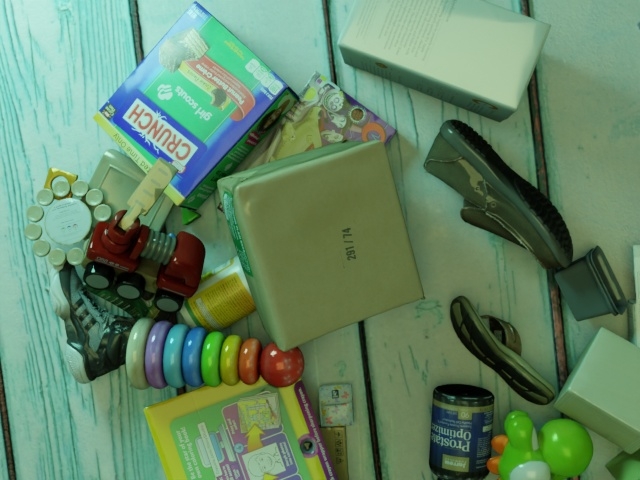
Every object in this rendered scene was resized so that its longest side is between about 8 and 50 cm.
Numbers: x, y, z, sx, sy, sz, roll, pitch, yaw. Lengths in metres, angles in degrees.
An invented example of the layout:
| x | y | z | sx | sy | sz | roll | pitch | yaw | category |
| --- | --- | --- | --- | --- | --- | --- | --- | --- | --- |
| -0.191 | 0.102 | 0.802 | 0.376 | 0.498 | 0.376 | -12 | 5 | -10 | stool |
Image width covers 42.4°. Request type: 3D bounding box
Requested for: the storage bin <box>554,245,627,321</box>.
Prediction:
| x | y | z | sx | sy | sz | roll | pitch | yaw | category |
| --- | --- | --- | --- | --- | --- | --- | --- | --- | --- |
| 0.530 | 0.090 | 1.627 | 0.091 | 0.098 | 0.135 | -25 | 91 | 34 | storage bin |

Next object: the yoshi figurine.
| x | y | z | sx | sy | sz | roll | pitch | yaw | category |
| --- | --- | --- | --- | --- | --- | --- | --- | --- | --- |
| 0.463 | 0.497 | 1.594 | 0.203 | 0.204 | 0.362 | -19 | 98 | -30 | yoshi figurine |

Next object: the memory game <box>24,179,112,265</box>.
| x | y | z | sx | sy | sz | roll | pitch | yaw | category |
| --- | --- | --- | --- | --- | --- | --- | --- | --- | --- |
| -0.515 | -0.036 | 1.686 | 0.186 | 0.012 | 0.186 | -1 | 80 | 4 | memory game |

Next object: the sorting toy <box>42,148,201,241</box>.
| x | y | z | sx | sy | sz | roll | pitch | yaw | category |
| --- | --- | --- | --- | --- | --- | --- | --- | --- | --- |
| -0.408 | -0.068 | 1.722 | 0.348 | 0.047 | 0.196 | 29 | 91 | 3 | sorting toy |

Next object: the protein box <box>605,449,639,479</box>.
| x | y | z | sx | sy | sz | roll | pitch | yaw | category |
| --- | --- | --- | --- | --- | --- | --- | --- | --- | --- |
| 0.685 | 0.447 | 1.568 | 0.200 | 0.201 | 0.136 | -42 | 88 | 6 | protein box |

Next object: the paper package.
| x | y | z | sx | sy | sz | roll | pitch | yaw | category |
| --- | --- | --- | --- | --- | --- | --- | --- | --- | --- |
| 0.000 | 0.000 | 1.553 | 0.310 | 0.168 | 0.324 | -20 | 104 | -17 | paper package |

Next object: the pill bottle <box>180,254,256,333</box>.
| x | y | z | sx | sy | sz | roll | pitch | yaw | category |
| --- | --- | --- | --- | --- | --- | --- | --- | --- | --- |
| -0.176 | 0.102 | 1.672 | 0.208 | 0.117 | 0.117 | -31 | 90 | 6 | pill bottle |

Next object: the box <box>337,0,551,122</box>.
| x | y | z | sx | sy | sz | roll | pitch | yaw | category |
| --- | --- | --- | --- | --- | --- | --- | --- | --- | --- |
| 0.226 | -0.369 | 1.561 | 0.345 | 0.215 | 0.168 | 22 | 94 | 3 | box |

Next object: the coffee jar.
| x | y | z | sx | sy | sz | roll | pitch | yaw | category |
| --- | --- | --- | --- | --- | --- | --- | --- | --- | --- |
| -0.380 | 0.103 | 1.675 | 0.184 | 0.096 | 0.079 | 39 | 141 | -22 | coffee jar |

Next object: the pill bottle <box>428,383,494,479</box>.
| x | y | z | sx | sy | sz | roll | pitch | yaw | category |
| --- | --- | --- | --- | --- | --- | --- | --- | --- | --- |
| 0.279 | 0.405 | 1.643 | 0.123 | 0.123 | 0.219 | 3 | 93 | 5 | pill bottle |

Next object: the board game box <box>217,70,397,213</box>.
| x | y | z | sx | sy | sz | roll | pitch | yaw | category |
| --- | --- | --- | --- | --- | --- | --- | --- | --- | --- |
| -0.028 | -0.144 | 1.683 | 0.208 | 0.056 | 0.346 | 36 | 95 | -2 | board game box |

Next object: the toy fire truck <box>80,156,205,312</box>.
| x | y | z | sx | sy | sz | roll | pitch | yaw | category |
| --- | --- | --- | --- | --- | --- | --- | --- | --- | --- |
| -0.307 | -0.010 | 1.548 | 0.217 | 0.158 | 0.246 | 22 | 138 | -18 | toy fire truck |

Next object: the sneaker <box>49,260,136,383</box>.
| x | y | z | sx | sy | sz | roll | pitch | yaw | category |
| --- | --- | --- | --- | --- | --- | --- | --- | --- | --- |
| -0.462 | 0.154 | 1.715 | 0.153 | 0.101 | 0.268 | -13 | 92 | 0 | sneaker |

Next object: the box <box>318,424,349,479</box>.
| x | y | z | sx | sy | sz | roll | pitch | yaw | category |
| --- | --- | --- | --- | --- | --- | --- | --- | --- | --- |
| -0.024 | 0.488 | 1.726 | 0.165 | 0.021 | 0.201 | -3 | 93 | 5 | box |

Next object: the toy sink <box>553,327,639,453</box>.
| x | y | z | sx | sy | sz | roll | pitch | yaw | category |
| --- | --- | --- | --- | --- | --- | --- | --- | --- | --- |
| 0.590 | 0.303 | 1.566 | 0.234 | 0.131 | 0.152 | 30 | 67 | 15 | toy sink |

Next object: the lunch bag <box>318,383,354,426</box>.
| x | y | z | sx | sy | sz | roll | pitch | yaw | category |
| --- | --- | --- | --- | --- | --- | --- | --- | --- | --- |
| 0.032 | 0.339 | 1.698 | 0.071 | 0.053 | 0.083 | -2 | 84 | 4 | lunch bag |

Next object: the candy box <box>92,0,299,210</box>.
| x | y | z | sx | sy | sz | roll | pitch | yaw | category |
| --- | --- | --- | --- | --- | --- | --- | --- | --- | --- |
| -0.248 | -0.262 | 1.640 | 0.268 | 0.122 | 0.317 | 44 | 97 | 12 | candy box |

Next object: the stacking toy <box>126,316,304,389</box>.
| x | y | z | sx | sy | sz | roll | pitch | yaw | category |
| --- | --- | --- | --- | --- | --- | --- | --- | --- | --- |
| -0.194 | 0.223 | 1.584 | 0.330 | 0.141 | 0.141 | 2 | 93 | 5 | stacking toy |

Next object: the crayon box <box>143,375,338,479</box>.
| x | y | z | sx | sy | sz | roll | pitch | yaw | category |
| --- | --- | --- | --- | --- | --- | --- | --- | --- | --- |
| -0.142 | 0.449 | 1.642 | 0.313 | 0.106 | 0.362 | -20 | 83 | -6 | crayon box |

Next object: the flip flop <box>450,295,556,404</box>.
| x | y | z | sx | sy | sz | roll | pitch | yaw | category |
| --- | --- | --- | --- | --- | --- | --- | --- | --- | --- |
| 0.367 | 0.211 | 1.642 | 0.277 | 0.112 | 0.080 | 43 | 70 | 4 | flip flop |

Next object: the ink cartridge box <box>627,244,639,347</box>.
| x | y | z | sx | sy | sz | roll | pitch | yaw | category |
| --- | --- | --- | --- | --- | --- | --- | --- | --- | --- |
| 0.747 | 0.119 | 1.617 | 0.275 | 0.060 | 0.238 | -3 | 92 | 6 | ink cartridge box |

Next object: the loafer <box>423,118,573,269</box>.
| x | y | z | sx | sy | sz | roll | pitch | yaw | category |
| --- | --- | --- | --- | --- | --- | --- | --- | --- | --- |
| 0.346 | -0.074 | 1.625 | 0.366 | 0.134 | 0.130 | 49 | 119 | 11 | loafer |
